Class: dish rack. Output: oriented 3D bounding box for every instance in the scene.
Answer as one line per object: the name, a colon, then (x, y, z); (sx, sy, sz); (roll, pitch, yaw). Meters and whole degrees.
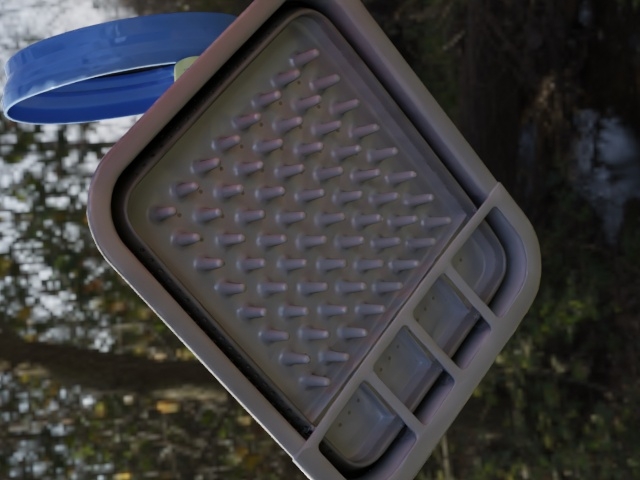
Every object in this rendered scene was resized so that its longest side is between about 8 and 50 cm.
dish rack: (0.000, 0.000, 0.858); (0.333, 0.285, 0.072); (50, 153, -21)

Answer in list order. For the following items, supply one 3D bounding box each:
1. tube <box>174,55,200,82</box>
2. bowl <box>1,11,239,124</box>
tube: (-0.152, -0.121, 1.495); (0.070, 0.062, 0.240); (-26, 63, 46)
bowl: (-0.275, -0.251, 1.700); (0.391, 0.391, 0.077); (155, 103, -84)
